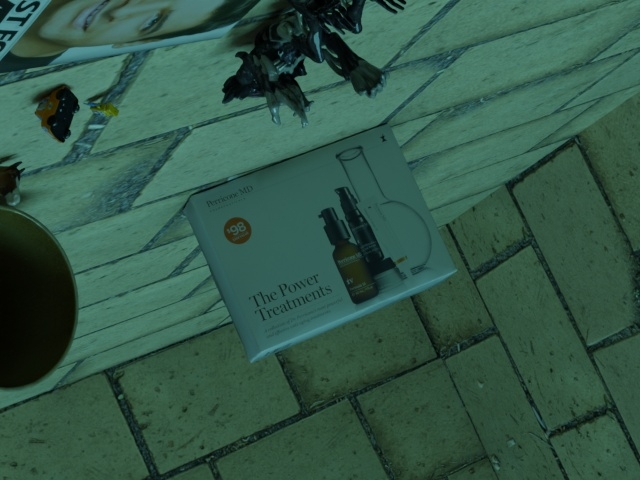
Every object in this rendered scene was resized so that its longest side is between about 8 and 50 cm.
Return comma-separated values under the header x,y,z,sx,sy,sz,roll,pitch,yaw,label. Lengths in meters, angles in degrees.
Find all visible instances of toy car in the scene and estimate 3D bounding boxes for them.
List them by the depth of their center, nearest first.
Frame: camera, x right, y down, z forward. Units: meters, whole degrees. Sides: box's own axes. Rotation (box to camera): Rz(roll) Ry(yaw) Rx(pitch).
x,y,z,sx,sy,sz,roll,pitch,yaw,label
-0.273,-0.132,1.509,0.041,0.060,0.122,6,176,23,toy car

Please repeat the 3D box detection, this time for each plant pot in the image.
x,y,z,sx,sy,sz,roll,pitch,yaw,label
-0.489,0.090,1.801,0.254,0.237,0.237,-11,-178,39,plant pot

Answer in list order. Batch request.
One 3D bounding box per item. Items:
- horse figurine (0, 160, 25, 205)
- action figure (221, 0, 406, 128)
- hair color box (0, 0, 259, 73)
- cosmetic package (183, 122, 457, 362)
x,y,z,sx,sy,sz,roll,pitch,yaw,label
-0.467,0.011,1.599,0.263,0.174,0.066,-23,141,18,horse figurine
-0.013,-0.199,1.538,0.164,0.141,0.276,-33,175,-27,action figure
-0.189,-0.217,1.012,0.374,0.113,0.185,-18,169,-42,hair color box
0.000,0.000,2.299,0.377,0.284,0.097,-22,170,-19,cosmetic package
